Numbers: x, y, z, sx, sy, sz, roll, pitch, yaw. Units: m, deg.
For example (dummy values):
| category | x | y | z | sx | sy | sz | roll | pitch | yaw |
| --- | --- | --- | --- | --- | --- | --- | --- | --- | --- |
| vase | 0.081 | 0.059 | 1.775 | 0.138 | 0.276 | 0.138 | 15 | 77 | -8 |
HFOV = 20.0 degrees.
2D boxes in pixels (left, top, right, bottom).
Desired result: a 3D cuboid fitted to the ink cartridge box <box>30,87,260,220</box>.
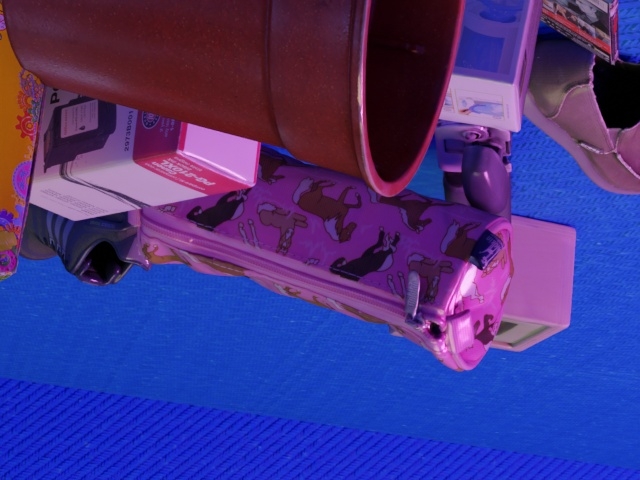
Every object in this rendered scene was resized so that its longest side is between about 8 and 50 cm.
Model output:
| category | x | y | z | sx | sy | sz | roll | pitch | yaw |
| --- | --- | --- | --- | --- | --- | --- | --- | --- | --- |
| ink cartridge box | -0.163 | -0.124 | 1.587 | 0.237 | 0.172 | 0.100 | -9 | 158 | 41 |

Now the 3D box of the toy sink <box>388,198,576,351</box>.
| category | x | y | z | sx | sy | sz | roll | pitch | yaw |
| --- | --- | --- | --- | --- | --- | --- | --- | --- | --- |
| toy sink | 0.156 | 0.043 | 2.104 | 0.234 | 0.131 | 0.153 | 11 | 162 | -15 |

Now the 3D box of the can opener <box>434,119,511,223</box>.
| category | x | y | z | sx | sy | sz | roll | pitch | yaw |
| --- | --- | --- | --- | --- | --- | --- | --- | --- | --- |
| can opener | 0.159 | -0.042 | 1.875 | 0.076 | 0.095 | 0.283 | 4 | 157 | 9 |

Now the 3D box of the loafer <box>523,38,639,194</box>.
| category | x | y | z | sx | sy | sz | roll | pitch | yaw |
| --- | --- | --- | --- | --- | --- | --- | --- | --- | --- |
| loafer | 0.266 | -0.107 | 1.622 | 0.087 | 0.094 | 0.251 | -3 | 162 | 41 |

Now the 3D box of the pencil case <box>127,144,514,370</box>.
| category | x | y | z | sx | sy | sz | roll | pitch | yaw |
| --- | --- | --- | --- | --- | --- | --- | --- | --- | --- |
| pencil case | 0.000 | 0.000 | 1.816 | 0.386 | 0.160 | 0.167 | 19 | 169 | 20 |

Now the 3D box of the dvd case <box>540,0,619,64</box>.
| category | x | y | z | sx | sy | sz | roll | pitch | yaw |
| --- | --- | --- | --- | --- | --- | --- | --- | --- | --- |
| dvd case | 0.199 | -0.188 | 1.447 | 0.087 | 0.013 | 0.119 | 35 | 172 | 19 |

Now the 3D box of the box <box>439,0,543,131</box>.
| category | x | y | z | sx | sy | sz | roll | pitch | yaw |
| --- | --- | --- | --- | --- | --- | --- | --- | --- | --- |
| box | 0.066 | -0.169 | 1.430 | 0.203 | 0.114 | 0.103 | 9 | 164 | 10 |

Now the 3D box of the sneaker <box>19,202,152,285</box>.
| category | x | y | z | sx | sy | sz | roll | pitch | yaw |
| --- | --- | --- | --- | --- | --- | --- | --- | --- | --- |
| sneaker | -0.280 | -0.006 | 2.114 | 0.111 | 0.121 | 0.300 | 18 | 160 | -33 |

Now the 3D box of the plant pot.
| category | x | y | z | sx | sy | sz | roll | pitch | yaw |
| --- | --- | --- | --- | --- | --- | --- | --- | --- | --- |
| plant pot | -0.056 | -0.186 | 1.237 | 0.265 | 0.272 | 0.272 | 11 | 165 | 15 |

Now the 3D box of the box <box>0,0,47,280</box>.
| category | x | y | z | sx | sy | sz | roll | pitch | yaw |
| --- | --- | --- | --- | --- | --- | --- | --- | --- | --- |
| box | -0.366 | -0.101 | 1.533 | 0.177 | 0.290 | 0.279 | 15 | 160 | -28 |
